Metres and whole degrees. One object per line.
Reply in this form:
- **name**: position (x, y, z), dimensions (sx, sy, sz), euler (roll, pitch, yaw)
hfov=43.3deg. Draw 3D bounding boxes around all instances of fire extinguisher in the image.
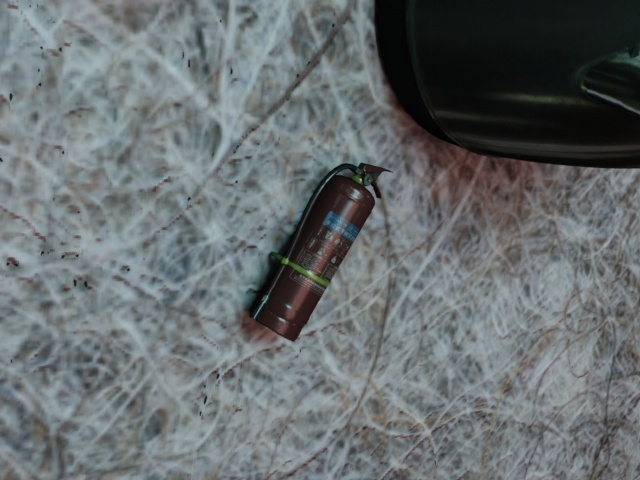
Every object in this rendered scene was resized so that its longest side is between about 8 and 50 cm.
- **fire extinguisher**: position (0.000, 0.000, 0.530), dimensions (0.056, 0.039, 0.132), euler (33, 86, -46)

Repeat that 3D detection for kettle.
- **kettle**: position (0.208, -0.131, 0.479), dimensions (0.250, 0.271, 0.208), euler (2, 105, -34)
